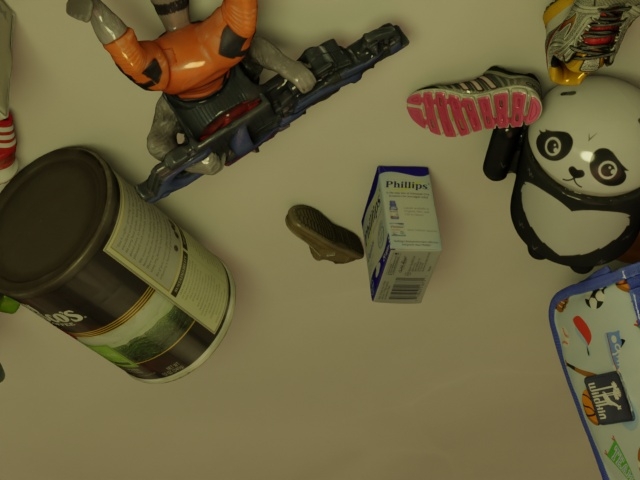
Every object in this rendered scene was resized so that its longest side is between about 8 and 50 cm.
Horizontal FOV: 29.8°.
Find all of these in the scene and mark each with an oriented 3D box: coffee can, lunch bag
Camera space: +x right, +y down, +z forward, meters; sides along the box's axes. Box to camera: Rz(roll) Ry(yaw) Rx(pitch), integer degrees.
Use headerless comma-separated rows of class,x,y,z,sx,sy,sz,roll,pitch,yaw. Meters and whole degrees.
coffee can,-0.263,0.038,1.521,0.201,0.201,0.275,-23,142,20
lunch bag,0.467,0.194,1.653,0.239,0.327,0.385,-18,171,11

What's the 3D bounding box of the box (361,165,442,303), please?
box,0.104,-0.008,1.575,0.072,0.137,0.126,2,143,-10

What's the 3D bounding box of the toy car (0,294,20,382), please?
toy car,-0.463,0.097,1.579,0.155,0.188,0.149,14,139,-27

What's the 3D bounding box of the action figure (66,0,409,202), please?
action figure,-0.089,-0.210,1.290,0.341,0.178,0.330,-29,154,-8

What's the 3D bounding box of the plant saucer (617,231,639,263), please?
plant saucer,0.476,-0.025,1.701,0.200,0.037,0.200,-4,144,-3

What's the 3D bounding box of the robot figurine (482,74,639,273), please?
robot figurine,0.327,-0.075,1.487,0.209,0.173,0.278,-12,146,-10

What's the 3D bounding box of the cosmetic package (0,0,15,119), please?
cosmetic package,-0.480,-0.165,1.241,0.309,0.160,0.113,-19,142,14

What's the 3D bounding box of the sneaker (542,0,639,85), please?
sneaker,0.300,-0.227,1.274,0.088,0.092,0.225,6,168,-5

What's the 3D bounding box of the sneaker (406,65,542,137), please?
sneaker,0.188,-0.169,1.433,0.170,0.075,0.063,-2,123,28

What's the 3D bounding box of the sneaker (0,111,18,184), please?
sneaker,-0.461,-0.126,1.381,0.221,0.087,0.128,-7,138,-22

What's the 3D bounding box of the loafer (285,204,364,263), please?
loafer,0.000,0.000,1.637,0.050,0.056,0.148,-36,136,25
